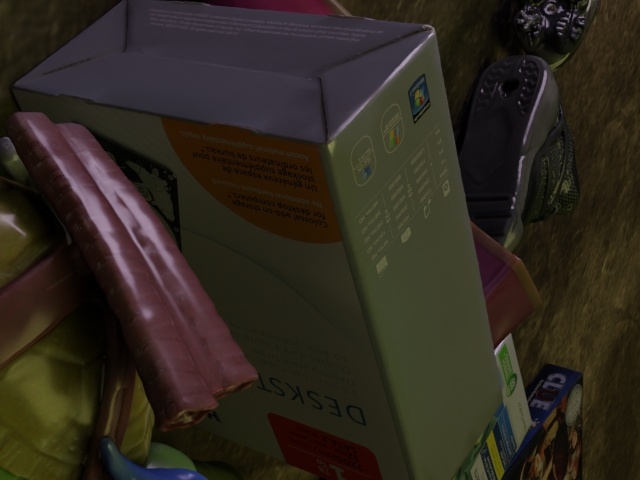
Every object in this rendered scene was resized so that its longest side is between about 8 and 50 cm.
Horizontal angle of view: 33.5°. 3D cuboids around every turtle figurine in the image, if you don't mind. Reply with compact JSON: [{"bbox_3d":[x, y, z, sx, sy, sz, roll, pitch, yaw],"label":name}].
[{"bbox_3d":[-0.168,0.014,0.384,0.198,0.275,0.266,-33,110,-19],"label":"turtle figurine"}]

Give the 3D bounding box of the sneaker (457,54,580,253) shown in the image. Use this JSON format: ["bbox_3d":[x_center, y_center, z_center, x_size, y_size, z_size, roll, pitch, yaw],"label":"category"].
[{"bbox_3d":[0.149,-0.023,0.856,0.130,0.087,0.227,47,57,-45],"label":"sneaker"}]

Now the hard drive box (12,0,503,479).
[{"bbox_3d":[-0.020,0.008,0.528,0.089,0.181,0.232,-50,138,-34],"label":"hard drive box"}]

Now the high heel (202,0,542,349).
[{"bbox_3d":[0.000,0.000,0.636,0.181,0.127,0.377,-43,126,-4],"label":"high heel"}]

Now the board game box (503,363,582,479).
[{"bbox_3d":[0.196,0.257,1.068,0.243,0.042,0.165,-39,132,-43],"label":"board game box"}]

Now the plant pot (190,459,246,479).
[{"bbox_3d":[-0.093,0.144,0.574,0.079,0.083,0.083,41,67,-40],"label":"plant pot"}]

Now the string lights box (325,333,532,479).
[{"bbox_3d":[0.069,0.197,0.825,0.259,0.077,0.133,-55,143,-29],"label":"string lights box"}]

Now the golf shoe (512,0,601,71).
[{"bbox_3d":[0.208,-0.235,0.897,0.094,0.077,0.198,50,60,-71],"label":"golf shoe"}]
